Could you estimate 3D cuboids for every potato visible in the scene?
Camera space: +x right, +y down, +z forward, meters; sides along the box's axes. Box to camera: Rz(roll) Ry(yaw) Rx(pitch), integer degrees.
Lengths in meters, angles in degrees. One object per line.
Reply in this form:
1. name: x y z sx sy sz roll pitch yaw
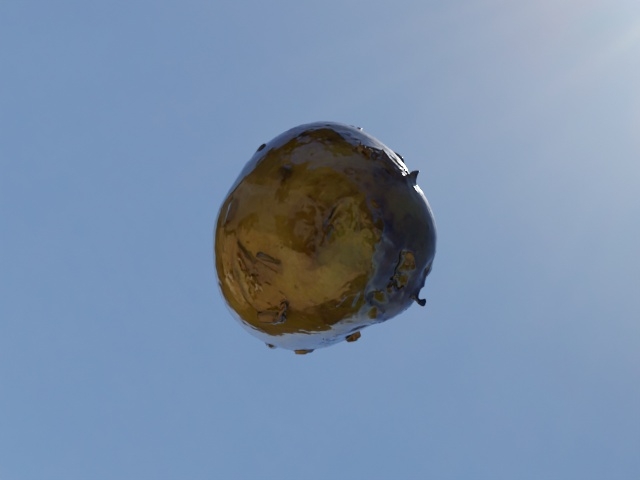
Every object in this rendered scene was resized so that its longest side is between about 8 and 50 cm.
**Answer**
1. potato: 0.000 0.000 1.116 0.137 0.137 0.176 54 -19 3
